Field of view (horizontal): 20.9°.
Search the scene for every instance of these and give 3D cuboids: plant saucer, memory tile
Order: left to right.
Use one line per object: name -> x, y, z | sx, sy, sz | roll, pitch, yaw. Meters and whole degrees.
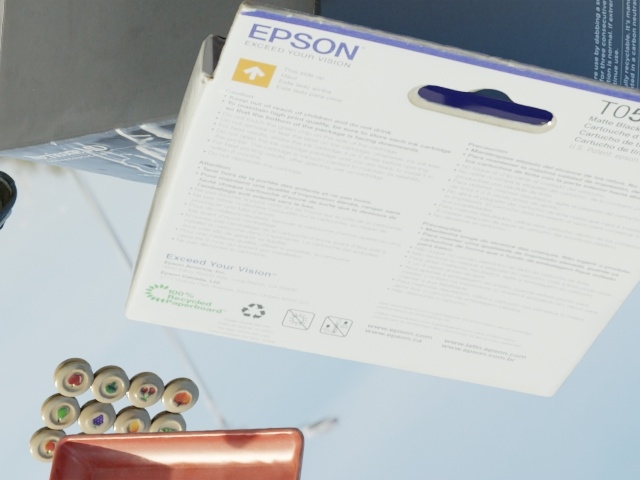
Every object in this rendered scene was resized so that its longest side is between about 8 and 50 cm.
memory tile -> -0.193, 0.169, 1.626 | 0.113, 0.148, 0.012 | -67, -149, 19
plant saucer -> -0.131, 0.292, 1.479 | 0.259, 0.259, 0.047 | -6, 154, 29

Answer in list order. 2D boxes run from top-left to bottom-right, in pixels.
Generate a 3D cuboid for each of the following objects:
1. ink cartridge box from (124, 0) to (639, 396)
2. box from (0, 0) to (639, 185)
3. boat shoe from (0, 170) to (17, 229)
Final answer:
ink cartridge box -> 0.043, -0.021, 0.760 | 0.224, 0.223, 0.045 | 117, -20, -50
box -> 0.008, -0.129, 1.125 | 0.312, 0.179, 0.343 | 11, 170, -38
boat shoe -> -0.475, -0.003, 1.962 | 0.302, 0.114, 0.091 | -39, -174, -39
